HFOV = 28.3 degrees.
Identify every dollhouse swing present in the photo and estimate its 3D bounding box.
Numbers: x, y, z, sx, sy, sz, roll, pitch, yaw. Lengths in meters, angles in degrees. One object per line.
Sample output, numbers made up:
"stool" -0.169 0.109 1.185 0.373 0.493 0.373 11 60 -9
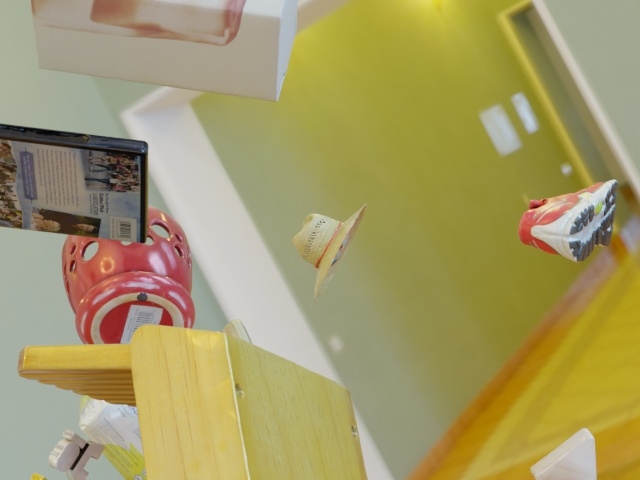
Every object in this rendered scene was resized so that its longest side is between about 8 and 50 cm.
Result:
"dollhouse swing" -0.150 0.260 1.466 0.304 0.315 0.347 -18 -21 17

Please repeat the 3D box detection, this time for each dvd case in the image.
"dvd case" -0.329 -0.069 1.497 0.252 0.022 0.180 7 -37 -3

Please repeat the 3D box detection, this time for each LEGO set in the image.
"LEGO set" -0.330 0.319 1.484 0.087 0.093 0.227 6 57 46

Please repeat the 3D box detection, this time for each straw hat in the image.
"straw hat" 0.000 0.000 1.534 0.145 0.061 0.144 -62 -4 -8

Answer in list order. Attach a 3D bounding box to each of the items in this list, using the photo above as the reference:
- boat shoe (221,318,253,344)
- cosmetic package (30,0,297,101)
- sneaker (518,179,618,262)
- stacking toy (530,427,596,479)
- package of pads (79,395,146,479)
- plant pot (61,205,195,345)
"boat shoe" -0.138 0.268 2.131 0.089 0.285 0.105 -11 -26 -5
"cosmetic package" -0.181 -0.277 1.518 0.296 0.129 0.153 8 44 2
"sneaker" 0.381 -0.042 1.949 0.118 0.107 0.279 11 13 27
"stacking toy" 0.262 0.364 1.598 0.308 0.280 0.130 -29 24 1
"package of pads" -0.256 0.289 1.886 0.101 0.229 0.296 -41 11 -5
"plant pot" -0.277 0.069 1.836 0.191 0.191 0.174 -28 39 10
